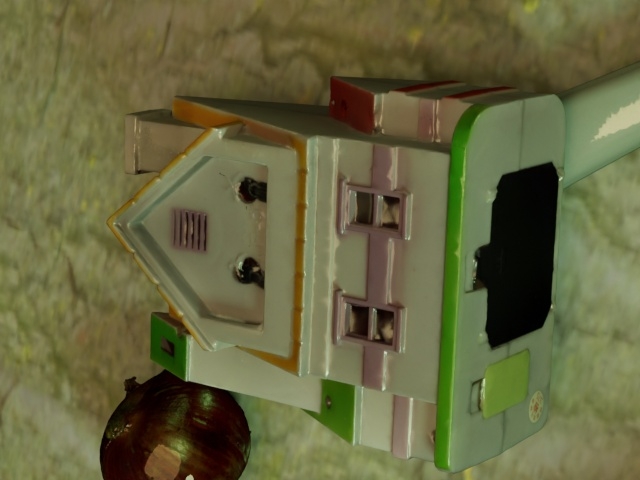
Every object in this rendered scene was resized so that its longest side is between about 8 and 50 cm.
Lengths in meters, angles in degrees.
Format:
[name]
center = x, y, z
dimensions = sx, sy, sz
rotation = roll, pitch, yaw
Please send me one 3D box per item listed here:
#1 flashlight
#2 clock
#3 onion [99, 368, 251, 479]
[flashlight]
center = 0.210, -0.089, 1.234
dimensions = 0.200, 0.047, 0.093
rotation = -26, 86, 28
[clock]
center = 0.000, 0.000, 1.270
dimensions = 0.310, 0.166, 0.235
rotation = 10, 104, 32
[onion]
center = -0.111, 0.158, 1.382
dimensions = 0.118, 0.118, 0.117
rotation = 52, 129, 9
